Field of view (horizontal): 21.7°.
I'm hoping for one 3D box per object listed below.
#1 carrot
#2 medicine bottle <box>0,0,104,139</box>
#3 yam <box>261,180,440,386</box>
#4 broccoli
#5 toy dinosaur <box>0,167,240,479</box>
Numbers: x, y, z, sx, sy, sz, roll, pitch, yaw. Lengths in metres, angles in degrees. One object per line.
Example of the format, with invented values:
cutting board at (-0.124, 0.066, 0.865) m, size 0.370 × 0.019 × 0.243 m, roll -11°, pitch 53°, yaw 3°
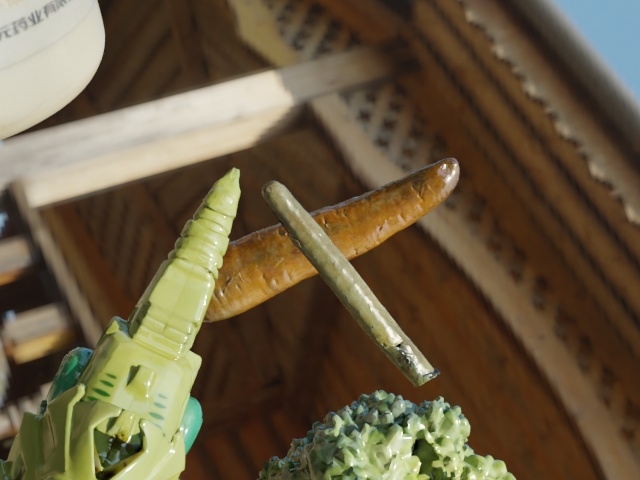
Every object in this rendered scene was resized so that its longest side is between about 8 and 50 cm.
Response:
carrot at (0.000, 0.000, 1.019) m, size 0.047 × 0.191 × 0.047 m, roll -22°, pitch 90°, yaw -84°
medicine bottle at (-0.155, -0.158, 0.559) m, size 0.114 × 0.114 × 0.252 m, roll 35°, pitch -36°, yaw 52°
yam at (0.011, 0.018, 0.680) m, size 0.107 × 0.014 × 0.014 m, roll 51°, pitch -23°, yaw -11°
broccoli at (0.051, 0.314, 1.464) m, size 0.338 × 0.277 × 0.317 m, roll -29°, pitch -118°, yaw 45°
toy dinosaur at (-0.098, 0.083, 0.825) m, size 0.153 × 0.094 × 0.259 m, roll -46°, pitch -161°, yaw 60°
